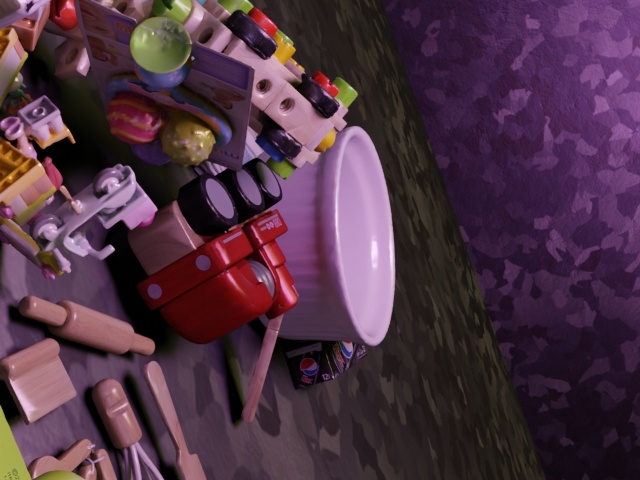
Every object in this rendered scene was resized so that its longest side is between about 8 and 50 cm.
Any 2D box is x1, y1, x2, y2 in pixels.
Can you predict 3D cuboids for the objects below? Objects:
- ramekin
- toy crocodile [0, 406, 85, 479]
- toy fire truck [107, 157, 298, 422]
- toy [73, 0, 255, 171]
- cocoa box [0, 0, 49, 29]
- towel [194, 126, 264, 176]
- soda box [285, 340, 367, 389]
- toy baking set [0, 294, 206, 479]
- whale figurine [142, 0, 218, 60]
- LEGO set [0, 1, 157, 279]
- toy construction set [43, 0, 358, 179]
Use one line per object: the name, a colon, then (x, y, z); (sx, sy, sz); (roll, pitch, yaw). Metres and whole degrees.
ramekin: (0.000, 0.000, 1.076); (0.277, 0.135, 0.277); (-6, 90, -72)
toy crocodile: (-0.173, 0.248, 0.501); (0.341, 0.105, 0.115); (65, 19, -4)
toy fire truck: (-0.091, 0.065, 0.867); (0.246, 0.158, 0.217); (60, 18, -2)
toy: (-0.131, -0.100, 0.684); (0.237, 0.136, 0.056); (119, -8, -71)
cocoa box: (-0.288, -0.262, 0.428); (0.231, 0.227, 0.347); (-79, 146, -56)
towel: (-0.105, -0.134, 1.161); (0.285, 0.034, 0.209); (-89, 155, -46)
soda box: (0.012, 0.159, 1.169); (0.053, 0.060, 0.169); (71, 18, 2)
toy baking set: (-0.174, 0.153, 0.689); (0.256, 0.030, 0.197); (32, 45, -63)
whale figurine: (-0.175, -0.288, 0.926); (0.216, 0.141, 0.272); (67, 25, -18)
LEGO set: (-0.225, -0.073, 0.641); (0.287, 0.132, 0.107); (56, -12, 37)
toy construction set: (-0.095, -0.169, 0.814); (0.327, 0.151, 0.215); (15, 23, -44)
